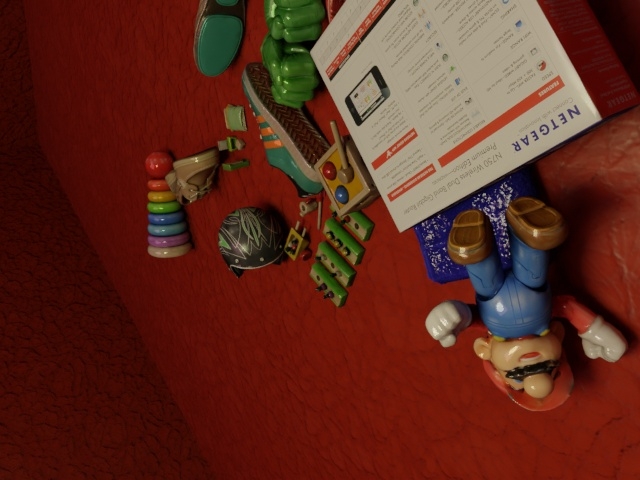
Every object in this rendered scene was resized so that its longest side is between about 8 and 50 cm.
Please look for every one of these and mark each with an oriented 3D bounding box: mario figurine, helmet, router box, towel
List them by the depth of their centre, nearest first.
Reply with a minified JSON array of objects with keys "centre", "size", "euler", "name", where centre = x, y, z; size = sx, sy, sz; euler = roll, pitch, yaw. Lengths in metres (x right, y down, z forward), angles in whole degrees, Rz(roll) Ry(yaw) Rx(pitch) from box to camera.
[{"centre":[0.148,-0.205,0.665],"size":[0.335,0.082,0.301],"euler":[-33,81,58],"name":"router box"},{"centre":[0.264,0.113,0.692],"size":[0.198,0.170,0.321],"euler":[11,138,42],"name":"mario figurine"},{"centre":[0.199,-0.089,0.810],"size":[0.227,0.076,0.308],"euler":[-23,88,57],"name":"towel"},{"centre":[-0.163,0.002,1.284],"size":[0.169,0.169,0.161],"euler":[56,161,20],"name":"helmet"}]

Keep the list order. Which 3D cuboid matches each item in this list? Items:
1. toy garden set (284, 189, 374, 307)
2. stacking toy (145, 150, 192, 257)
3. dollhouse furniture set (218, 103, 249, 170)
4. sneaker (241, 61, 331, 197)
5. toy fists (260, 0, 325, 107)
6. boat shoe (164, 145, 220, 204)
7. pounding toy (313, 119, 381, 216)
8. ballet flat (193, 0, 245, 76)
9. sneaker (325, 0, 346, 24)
[{"centre":[0.000,0.000,1.155],"size":[0.204,0.049,0.244],"euler":[47,140,30],"name":"toy garden set"},{"centre":[-0.491,-0.119,1.730],"size":[0.141,0.141,0.331],"euler":[18,114,49],"name":"stacking toy"},{"centre":[-0.218,-0.251,1.324],"size":[0.076,0.058,0.152],"euler":[18,121,49],"name":"dollhouse furniture set"},{"centre":[-0.084,-0.220,1.110],"size":[0.302,0.108,0.121],"euler":[59,140,13],"name":"sneaker"},{"centre":[-0.054,-0.363,0.956],"size":[0.279,0.096,0.142],"euler":[98,149,-51],"name":"toy fists"},{"centre":[-0.335,-0.170,1.488],"size":[0.341,0.121,0.110],"euler":[-12,101,66],"name":"boat shoe"},{"centre":[0.053,-0.131,0.969],"size":[0.141,0.100,0.130],"euler":[-40,74,54],"name":"pounding toy"},{"centre":[-0.211,-0.510,1.169],"size":[0.316,0.107,0.106],"euler":[116,145,-41],"name":"ballet flat"},{"centre":[0.033,-0.449,0.882],"size":[0.128,0.087,0.221],"euler":[-121,29,-50],"name":"sneaker"}]
